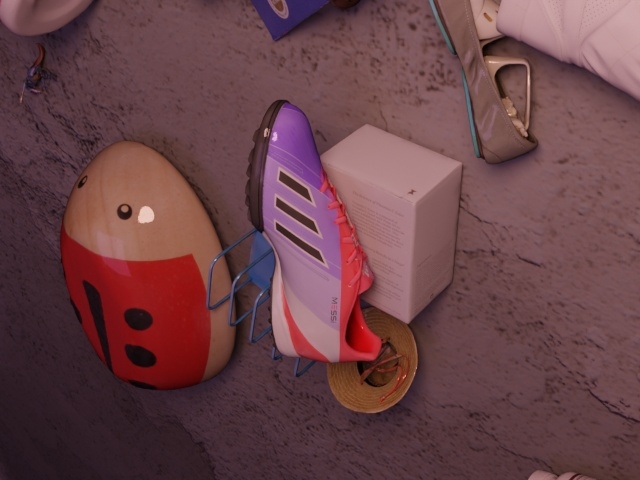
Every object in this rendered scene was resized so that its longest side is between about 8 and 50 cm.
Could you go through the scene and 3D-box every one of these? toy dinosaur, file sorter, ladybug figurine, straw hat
[{"bbox_3d":[-0.431,-0.250,1.384,0.082,0.047,0.090,9,94,53],"label":"toy dinosaur"},{"bbox_3d":[-0.056,0.080,1.200,0.170,0.104,0.118,35,141,20],"label":"file sorter"},{"bbox_3d":[-0.268,0.068,1.352,0.305,0.162,0.449,27,138,34],"label":"ladybug figurine"},{"bbox_3d":[0.081,0.159,1.154,0.144,0.144,0.061,5,166,44],"label":"straw hat"}]

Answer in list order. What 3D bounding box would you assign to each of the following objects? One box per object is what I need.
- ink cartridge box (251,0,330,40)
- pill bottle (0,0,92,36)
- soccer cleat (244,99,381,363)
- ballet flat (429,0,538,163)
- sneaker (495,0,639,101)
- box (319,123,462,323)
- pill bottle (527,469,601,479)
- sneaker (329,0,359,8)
[{"bbox_3d":[-0.105,-0.346,0.832,0.330,0.071,0.324,60,164,-9],"label":"ink cartridge box"},{"bbox_3d":[-0.405,-0.403,1.110,0.283,0.160,0.160,47,143,4],"label":"pill bottle"},{"bbox_3d":[0.000,0.000,0.939,0.116,0.108,0.318,9,128,19],"label":"soccer cleat"},{"bbox_3d":[0.150,-0.171,0.819,0.068,0.072,0.213,-12,115,21],"label":"ballet flat"},{"bbox_3d":[0.242,-0.228,0.638,0.169,0.108,0.292,35,150,18],"label":"sneaker"},{"bbox_3d":[0.073,-0.019,0.992,0.130,0.091,0.170,28,138,30],"label":"box"},{"bbox_3d":[0.310,0.315,1.030,0.152,0.086,0.086,9,127,42],"label":"pill bottle"},{"bbox_3d":[0.060,-0.270,0.814,0.071,0.066,0.188,41,143,11],"label":"sneaker"}]
